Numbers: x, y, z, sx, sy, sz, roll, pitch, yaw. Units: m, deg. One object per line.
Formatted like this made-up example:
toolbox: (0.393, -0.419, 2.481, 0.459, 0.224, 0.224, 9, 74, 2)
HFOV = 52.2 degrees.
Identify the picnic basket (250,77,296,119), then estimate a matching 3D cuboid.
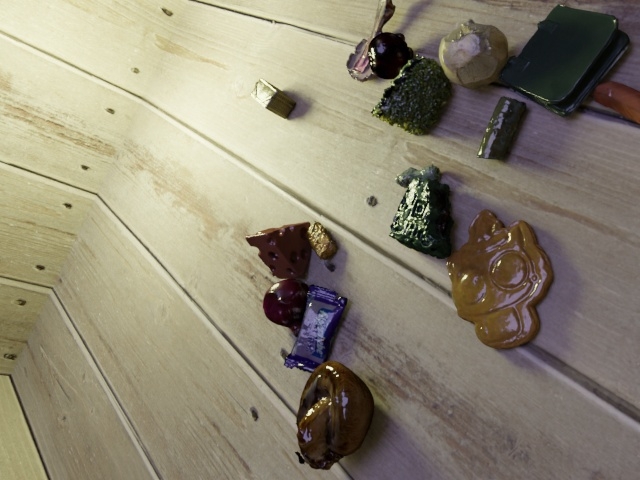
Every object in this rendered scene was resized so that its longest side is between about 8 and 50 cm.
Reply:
picnic basket: (-0.182, -0.542, 2.495, 0.079, 0.115, 0.164, -55, 44, 12)

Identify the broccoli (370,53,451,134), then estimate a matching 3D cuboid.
broccoli: (0.287, -0.422, 1.967, 0.180, 0.273, 0.242, 42, 98, 0)

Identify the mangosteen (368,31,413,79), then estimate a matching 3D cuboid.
mangosteen: (0.225, -0.591, 2.080, 0.153, 0.153, 0.152, -20, 60, 40)

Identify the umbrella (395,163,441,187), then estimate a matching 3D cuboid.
umbrella: (0.280, -0.187, 1.908, 0.144, 0.062, 0.067, -7, 64, 41)

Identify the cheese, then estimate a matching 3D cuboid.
cheese: (-0.119, 0.001, 2.187, 0.128, 0.202, 0.177, -10, 36, 45)

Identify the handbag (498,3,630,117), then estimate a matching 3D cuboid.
handbag: (0.609, -0.464, 1.655, 0.247, 0.079, 0.260, -54, 37, 12)

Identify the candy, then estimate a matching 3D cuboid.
candy: (-0.015, 0.279, 2.005, 0.145, 0.070, 0.275, 17, 87, 29)

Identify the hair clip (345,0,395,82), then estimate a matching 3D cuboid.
hair clip: (0.186, -0.681, 2.202, 0.173, 0.069, 0.300, 39, 113, 48)

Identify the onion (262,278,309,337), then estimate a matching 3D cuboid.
onion: (-0.108, 0.218, 2.090, 0.173, 0.135, 0.198, -44, 49, 29)

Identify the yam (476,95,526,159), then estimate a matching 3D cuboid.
yam: (0.480, -0.292, 1.733, 0.078, 0.078, 0.179, 23, 92, 48)

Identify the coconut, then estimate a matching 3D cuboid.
coconut: (0.426, -0.509, 1.801, 0.194, 0.194, 0.194, -20, 60, 40)

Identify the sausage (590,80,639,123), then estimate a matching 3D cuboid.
sausage: (0.707, -0.326, 1.524, 0.065, 0.065, 0.169, -55, 42, 15)

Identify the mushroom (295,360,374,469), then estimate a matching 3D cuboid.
mushroom: (0.034, 0.488, 1.784, 0.263, 0.195, 0.283, -6, 53, 53)

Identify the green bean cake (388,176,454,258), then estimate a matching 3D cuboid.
green bean cake: (0.298, -0.070, 1.794, 0.193, 0.107, 0.208, 18, 82, 59)

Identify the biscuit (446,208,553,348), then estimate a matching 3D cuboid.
biscuit: (0.441, 0.087, 1.638, 0.269, 0.051, 0.375, -28, 55, 34)

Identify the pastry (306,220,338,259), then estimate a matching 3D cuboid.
pastry: (0.000, 0.000, 2.126, 0.080, 0.056, 0.140, -47, 43, 7)
